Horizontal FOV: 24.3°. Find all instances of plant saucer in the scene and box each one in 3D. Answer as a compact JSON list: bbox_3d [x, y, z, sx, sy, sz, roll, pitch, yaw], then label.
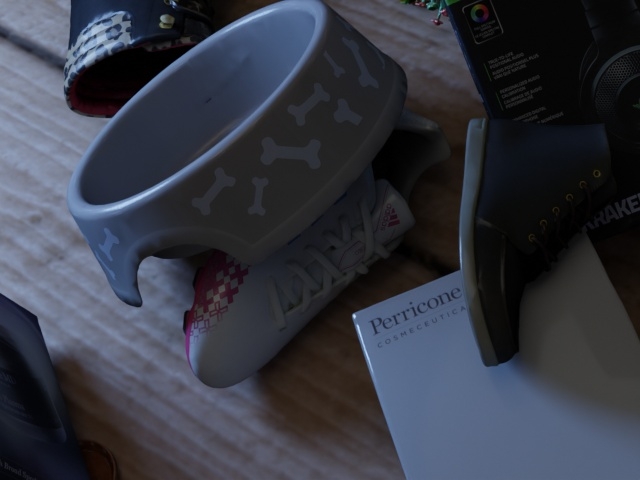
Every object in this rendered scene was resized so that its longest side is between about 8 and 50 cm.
[{"bbox_3d":[-0.228,0.227,1.398,0.084,0.013,0.083,-10,57,16],"label":"plant saucer"}]

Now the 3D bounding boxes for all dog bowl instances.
[{"bbox_3d":[-0.090,-0.095,1.398,0.349,0.102,0.348,-31,25,16],"label":"dog bowl"}]

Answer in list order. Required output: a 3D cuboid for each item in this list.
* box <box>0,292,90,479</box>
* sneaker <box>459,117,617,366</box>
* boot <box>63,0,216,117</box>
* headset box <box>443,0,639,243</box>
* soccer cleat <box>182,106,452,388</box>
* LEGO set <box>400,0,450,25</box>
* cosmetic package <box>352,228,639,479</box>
[{"bbox_3d":[-0.365,0.160,1.308,0.183,0.296,0.294,-35,53,9],"label":"box"},{"bbox_3d":[0.172,-0.007,1.159,0.118,0.083,0.222,-3,59,13],"label":"sneaker"},{"bbox_3d":[-0.127,-0.300,1.617,0.378,0.138,0.284,-15,54,17],"label":"boot"},{"bbox_3d":[0.257,-0.162,1.289,0.246,0.131,0.283,-21,93,7],"label":"headset box"},{"bbox_3d":[0.000,0.000,1.381,0.143,0.116,0.331,16,64,41],"label":"soccer cleat"},{"bbox_3d":[0.185,-0.239,1.474,0.287,0.132,0.107,0,86,25],"label":"LEGO set"},{"bbox_3d":[0.187,0.199,1.159,0.217,0.156,0.385,-25,53,4],"label":"cosmetic package"}]
